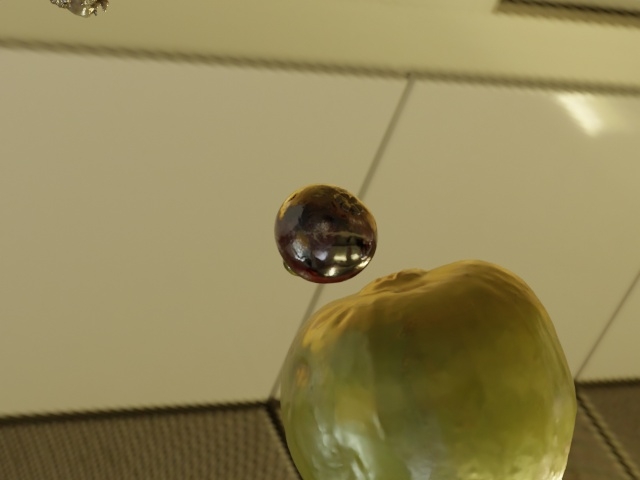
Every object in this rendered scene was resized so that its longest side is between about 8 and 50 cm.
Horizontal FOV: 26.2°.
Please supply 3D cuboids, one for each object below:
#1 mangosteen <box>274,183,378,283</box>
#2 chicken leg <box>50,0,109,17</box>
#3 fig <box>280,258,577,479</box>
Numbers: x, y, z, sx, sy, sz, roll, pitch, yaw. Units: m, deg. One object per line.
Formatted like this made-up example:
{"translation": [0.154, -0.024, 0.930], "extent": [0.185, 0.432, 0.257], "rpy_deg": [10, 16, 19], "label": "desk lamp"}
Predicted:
{"translation": [0.002, -0.002, 1.038], "extent": [0.081, 0.081, 0.081], "rpy_deg": [16, -145, -11], "label": "mangosteen"}
{"translation": [-0.259, -0.317, 1.366], "extent": [0.125, 0.080, 0.196], "rpy_deg": [35, -147, -37], "label": "chicken leg"}
{"translation": [0.124, 0.199, 1.507], "extent": [0.343, 0.343, 0.343], "rpy_deg": [16, -145, -11], "label": "fig"}
